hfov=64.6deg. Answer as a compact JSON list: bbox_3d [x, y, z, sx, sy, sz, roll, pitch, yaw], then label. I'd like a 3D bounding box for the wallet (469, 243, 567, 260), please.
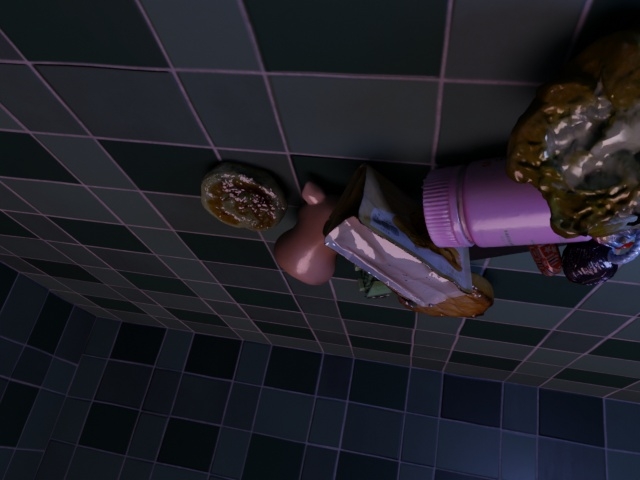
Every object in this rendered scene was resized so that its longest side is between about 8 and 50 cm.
[{"bbox_3d":[0.442,-0.016,1.251,0.321,0.044,0.170,-12,143,44],"label":"wallet"}]

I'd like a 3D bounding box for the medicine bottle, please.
[{"bbox_3d":[0.365,-0.077,0.990,0.291,0.178,0.178,-5,151,33],"label":"medicine bottle"}]

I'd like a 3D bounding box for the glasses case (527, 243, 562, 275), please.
[{"bbox_3d":[0.467,-0.017,1.086,0.049,0.194,0.073,-24,178,2],"label":"glasses case"}]

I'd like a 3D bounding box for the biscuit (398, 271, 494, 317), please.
[{"bbox_3d":[0.391,0.160,1.588,0.297,0.101,0.296,7,154,3],"label":"biscuit"}]

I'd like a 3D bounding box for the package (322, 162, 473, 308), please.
[{"bbox_3d":[0.163,0.011,1.123,0.311,0.221,0.165,33,128,-18],"label":"package"}]

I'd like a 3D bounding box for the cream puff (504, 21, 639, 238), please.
[{"bbox_3d":[0.457,-0.155,0.718,0.275,0.269,0.323,0,163,-36],"label":"cream puff"}]

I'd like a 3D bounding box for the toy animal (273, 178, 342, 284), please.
[{"bbox_3d":[0.003,-0.003,1.291,0.195,0.256,0.213,36,-162,7],"label":"toy animal"}]

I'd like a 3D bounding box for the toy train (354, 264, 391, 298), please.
[{"bbox_3d":[0.193,0.057,1.335,0.188,0.159,0.271,-9,163,-3],"label":"toy train"}]

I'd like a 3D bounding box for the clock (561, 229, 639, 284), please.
[{"bbox_3d":[0.563,-0.017,1.010,0.100,0.195,0.194,19,156,-10],"label":"clock"}]

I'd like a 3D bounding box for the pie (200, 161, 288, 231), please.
[{"bbox_3d":[-0.198,-0.105,1.289,0.241,0.054,0.240,9,143,7],"label":"pie"}]
